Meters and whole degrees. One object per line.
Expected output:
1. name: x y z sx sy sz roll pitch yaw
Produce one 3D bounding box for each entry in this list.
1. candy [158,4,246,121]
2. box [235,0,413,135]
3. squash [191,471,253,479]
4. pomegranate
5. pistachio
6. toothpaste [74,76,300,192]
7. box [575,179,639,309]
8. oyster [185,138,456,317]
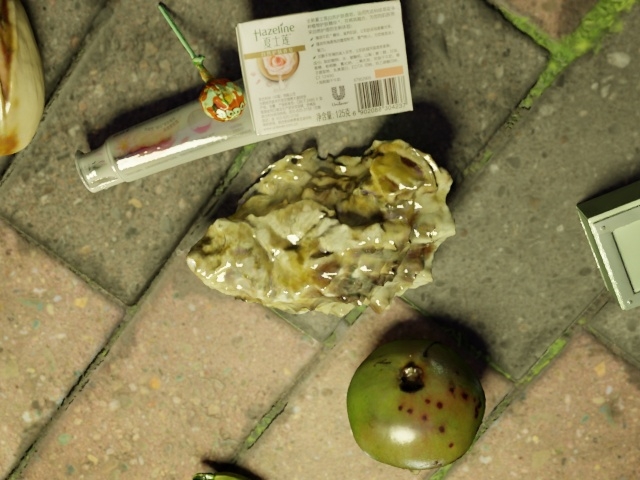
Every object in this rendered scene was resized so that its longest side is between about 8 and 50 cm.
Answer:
1. candy: -0.155 -0.225 1.015 0.184 0.055 0.049 57 148 13
2. box: 0.004 -0.210 0.988 0.199 0.081 0.135 -10 104 -7
3. squash: -0.078 0.405 1.194 0.252 0.066 0.066 38 105 -7
4. pomegranate: 0.115 0.228 1.086 0.179 0.179 0.210 26 137 -3
5. pistachio: -0.412 -0.213 1.012 0.144 0.144 0.215 -1 108 5
6. toothpaste: -0.156 -0.144 1.050 0.323 0.066 0.100 -19 99 4
7. box: 0.457 -0.020 1.019 0.225 0.086 0.129 -23 103 11
8. oyster: 0.000 0.000 1.047 0.351 0.115 0.238 -8 105 7
